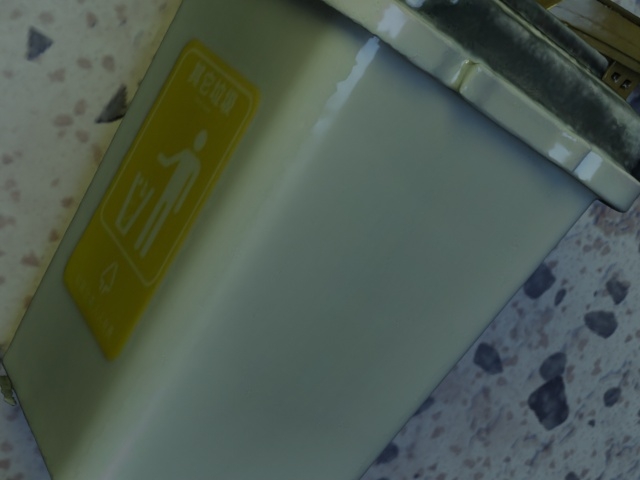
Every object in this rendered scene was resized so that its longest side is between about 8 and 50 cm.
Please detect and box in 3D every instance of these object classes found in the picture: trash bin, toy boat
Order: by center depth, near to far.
[{"bbox_3d":[0.000,0.000,0.723,0.296,0.256,0.368,28,99,-37],"label":"trash bin"},{"bbox_3d":[0.228,-0.142,0.910,0.206,0.064,0.072,19,116,-33],"label":"toy boat"}]
